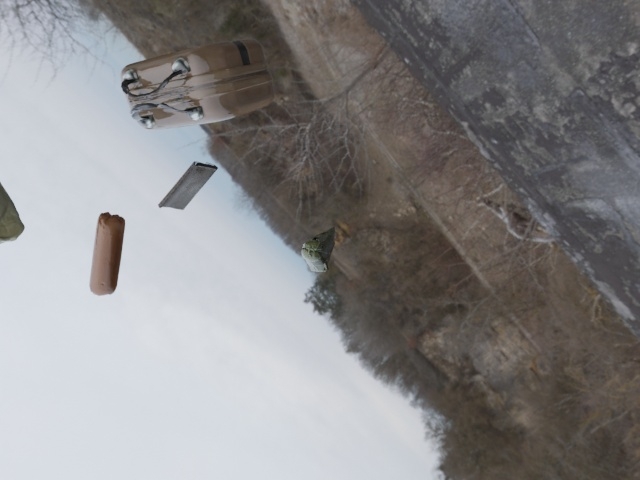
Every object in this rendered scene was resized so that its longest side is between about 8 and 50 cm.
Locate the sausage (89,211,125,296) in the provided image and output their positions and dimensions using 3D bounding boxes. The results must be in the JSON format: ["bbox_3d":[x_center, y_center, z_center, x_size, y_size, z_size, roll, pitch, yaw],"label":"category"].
[{"bbox_3d":[-0.691,0.048,1.350,0.086,0.289,0.086,15,-165,-4],"label":"sausage"}]

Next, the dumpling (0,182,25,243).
[{"bbox_3d":[-0.744,-0.082,0.836,0.252,0.131,0.179,52,-142,-3],"label":"dumpling"}]

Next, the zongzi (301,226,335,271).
[{"bbox_3d":[0.000,0.000,0.917,0.055,0.119,0.109,14,161,18],"label":"zongzi"}]

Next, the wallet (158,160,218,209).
[{"bbox_3d":[-0.514,-0.211,1.615,0.039,0.243,0.133,54,-157,16],"label":"wallet"}]

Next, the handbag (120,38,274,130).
[{"bbox_3d":[-0.279,-0.320,0.879,0.283,0.301,0.149,-50,-44,-50],"label":"handbag"}]
